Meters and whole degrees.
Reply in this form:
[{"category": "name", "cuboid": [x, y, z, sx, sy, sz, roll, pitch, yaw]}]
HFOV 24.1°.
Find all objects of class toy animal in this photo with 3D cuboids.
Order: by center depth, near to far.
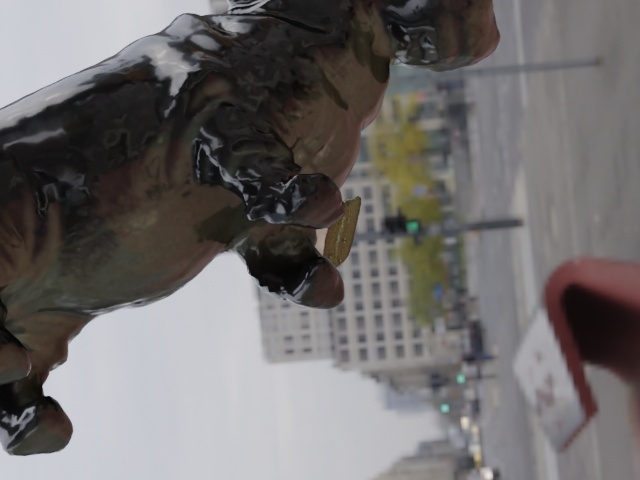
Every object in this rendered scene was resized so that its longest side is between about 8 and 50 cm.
[{"category": "toy animal", "cuboid": [-0.038, -0.051, 0.658, 0.168, 0.343, 0.106, 37, 155, 28]}]

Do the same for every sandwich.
[{"category": "sandwich", "cuboid": [0.000, 0.000, 1.034, 0.083, 0.031, 0.044, -24, 89, 51]}]
